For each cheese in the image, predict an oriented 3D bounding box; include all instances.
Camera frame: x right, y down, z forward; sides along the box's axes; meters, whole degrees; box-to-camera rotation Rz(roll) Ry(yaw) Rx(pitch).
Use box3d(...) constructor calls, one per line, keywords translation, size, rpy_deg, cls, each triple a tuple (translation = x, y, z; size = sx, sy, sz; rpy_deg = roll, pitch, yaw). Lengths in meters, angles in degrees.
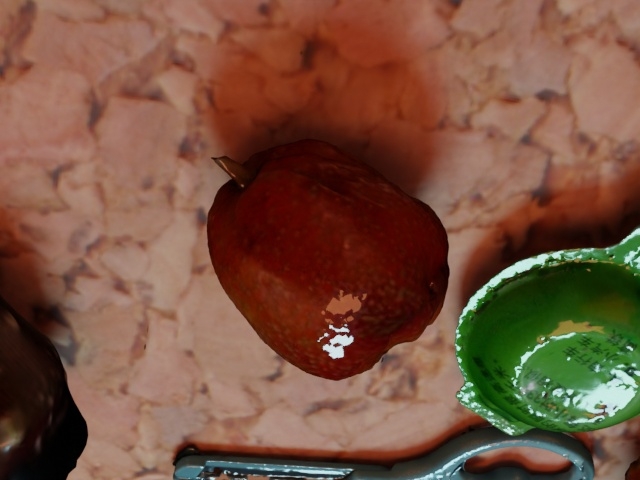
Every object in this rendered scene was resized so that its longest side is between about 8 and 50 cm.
box3d(translation=(0.239, 0.058, 1.054), size=(0.204, 0.083, 0.320), rpy_deg=(33, 122, -20), cls="cheese")

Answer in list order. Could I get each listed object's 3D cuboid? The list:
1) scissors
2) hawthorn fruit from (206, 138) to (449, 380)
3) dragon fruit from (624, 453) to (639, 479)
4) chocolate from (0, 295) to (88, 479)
box3d(translation=(0.060, 0.228, 1.212), size=(0.393, 0.032, 0.180), rpy_deg=(6, 126, -5), cls="scissors")
box3d(translation=(0.010, 0.010, 0.975), size=(0.173, 0.179, 0.173), rpy_deg=(-24, 162, -9), cls="hawthorn fruit")
box3d(translation=(0.368, 0.272, 1.130), size=(0.224, 0.227, 0.224), rpy_deg=(-11, 109, -35), cls="dragon fruit")
box3d(translation=(-0.374, 0.126, 1.023), size=(0.340, 0.225, 0.210), rpy_deg=(-14, 118, 6), cls="chocolate")
